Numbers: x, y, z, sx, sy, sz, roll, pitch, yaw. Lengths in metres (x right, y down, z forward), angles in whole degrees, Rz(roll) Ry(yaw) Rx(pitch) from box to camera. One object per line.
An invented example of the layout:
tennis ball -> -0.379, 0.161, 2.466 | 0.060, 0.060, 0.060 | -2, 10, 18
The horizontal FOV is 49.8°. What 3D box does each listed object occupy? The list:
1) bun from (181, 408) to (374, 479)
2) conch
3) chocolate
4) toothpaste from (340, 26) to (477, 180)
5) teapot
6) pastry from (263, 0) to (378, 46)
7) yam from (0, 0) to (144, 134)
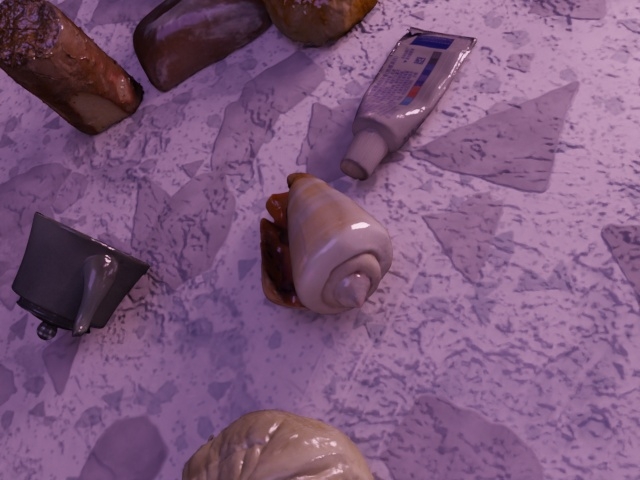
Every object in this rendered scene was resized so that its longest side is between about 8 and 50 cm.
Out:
bun -> -0.057, 0.275, 0.688 | 0.220, 0.134, 0.220 | -8, 63, 16
conch -> 0.010, 0.006, 0.846 | 0.158, 0.127, 0.255 | -51, 28, 23
chocolate -> -0.204, -0.374, 1.147 | 0.254, 0.080, 0.157 | -31, 56, 2
toothpaste -> 0.108, -0.195, 0.947 | 0.099, 0.068, 0.282 | 32, 64, 1
teapot -> -0.337, 0.062, 0.920 | 0.239, 0.162, 0.149 | 14, 77, 53
pastry -> 0.005, -0.400, 1.077 | 0.192, 0.093, 0.182 | -39, 58, -6
yam -> -0.392, -0.265, 1.070 | 0.128, 0.238, 0.129 | 24, 79, 23
